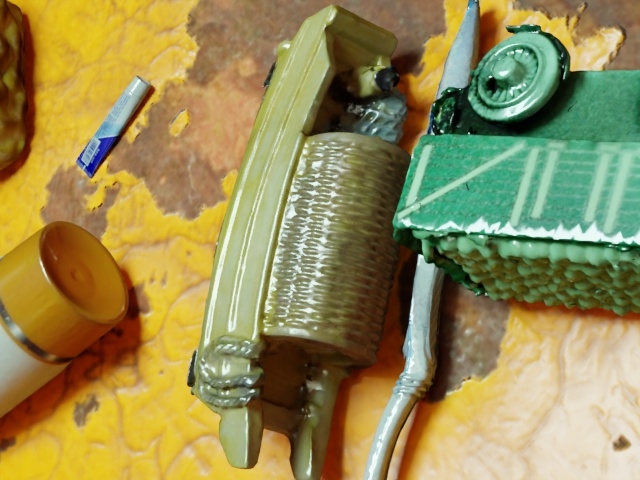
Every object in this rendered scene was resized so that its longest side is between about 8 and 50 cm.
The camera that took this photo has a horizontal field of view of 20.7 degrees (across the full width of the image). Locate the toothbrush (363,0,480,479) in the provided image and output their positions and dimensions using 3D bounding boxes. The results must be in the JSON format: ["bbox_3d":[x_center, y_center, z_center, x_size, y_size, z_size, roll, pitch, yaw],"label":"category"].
[{"bbox_3d":[0.064,0.036,1.089,0.042,0.035,0.413,5,73,15],"label":"toothbrush"}]

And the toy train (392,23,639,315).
[{"bbox_3d":[0.168,-0.043,0.998,0.269,0.115,0.154,5,68,36],"label":"toy train"}]

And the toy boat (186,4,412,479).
[{"bbox_3d":[0.000,0.000,1.109,0.115,0.089,0.310,-3,67,50],"label":"toy boat"}]

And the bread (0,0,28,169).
[{"bbox_3d":[-0.332,-0.102,1.386,0.222,0.096,0.181,-25,58,22],"label":"bread"}]

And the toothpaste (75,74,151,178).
[{"bbox_3d":[-0.155,-0.086,1.309,0.024,0.015,0.083,43,103,38],"label":"toothpaste"}]

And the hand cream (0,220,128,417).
[{"bbox_3d":[-0.276,0.105,1.265,0.314,0.089,0.140,-31,54,26],"label":"hand cream"}]
